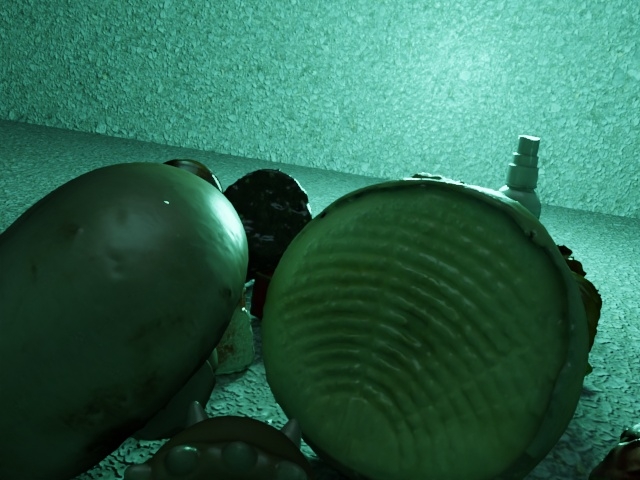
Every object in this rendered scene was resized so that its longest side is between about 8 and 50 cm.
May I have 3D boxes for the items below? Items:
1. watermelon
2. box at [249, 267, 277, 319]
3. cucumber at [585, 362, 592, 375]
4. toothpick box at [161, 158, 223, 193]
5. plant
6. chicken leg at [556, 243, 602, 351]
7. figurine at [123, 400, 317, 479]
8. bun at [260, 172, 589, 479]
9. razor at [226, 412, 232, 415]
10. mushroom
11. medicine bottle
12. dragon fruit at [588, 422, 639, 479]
[{"bbox_3d":[-0.161,0.090,0.970,0.201,0.262,0.213,33,4,-16],"label":"watermelon"},{"bbox_3d":[0.053,0.103,1.200,0.197,0.089,0.313,22,20,37],"label":"box"},{"bbox_3d":[0.331,0.180,1.125,0.250,0.056,0.056,19,18,32],"label":"cucumber"},{"bbox_3d":[-0.333,-0.112,1.643,0.192,0.192,0.294,6,10,-8],"label":"toothpick box"},{"bbox_3d":[-0.105,-0.025,1.244,0.194,0.182,0.320,-24,-4,-13],"label":"plant"},{"bbox_3d":[0.289,0.071,1.106,0.295,0.182,0.409,-29,37,-33],"label":"chicken leg"},{"bbox_3d":[-0.076,0.227,0.487,0.177,0.173,0.247,13,15,16],"label":"figurine"},{"bbox_3d":[0.121,0.108,0.766,0.364,0.365,0.202,15,3,26],"label":"bun"},{"bbox_3d":[-0.066,0.258,0.668,0.084,0.036,0.211,-32,41,-31],"label":"razor"},{"bbox_3d":[-0.214,0.095,0.694,0.294,0.362,0.362,46,1,-21],"label":"mushroom"},{"bbox_3d":[0.430,-0.055,1.474,0.110,0.352,0.110,7,15,-2],"label":"medicine bottle"},{"bbox_3d":[0.373,0.247,0.649,0.182,0.182,0.189,11,-23,14],"label":"dragon fruit"}]
